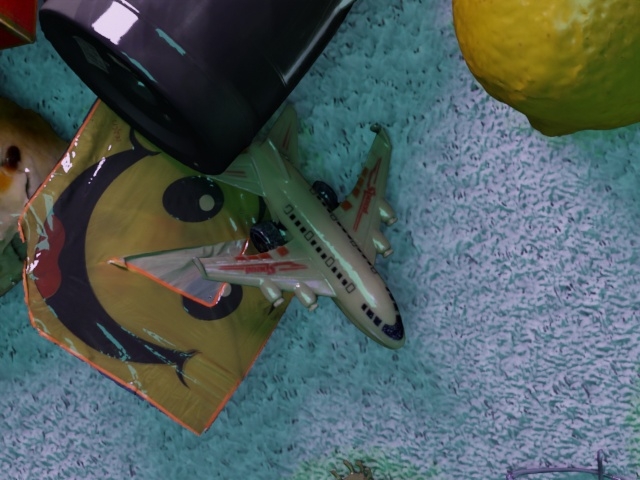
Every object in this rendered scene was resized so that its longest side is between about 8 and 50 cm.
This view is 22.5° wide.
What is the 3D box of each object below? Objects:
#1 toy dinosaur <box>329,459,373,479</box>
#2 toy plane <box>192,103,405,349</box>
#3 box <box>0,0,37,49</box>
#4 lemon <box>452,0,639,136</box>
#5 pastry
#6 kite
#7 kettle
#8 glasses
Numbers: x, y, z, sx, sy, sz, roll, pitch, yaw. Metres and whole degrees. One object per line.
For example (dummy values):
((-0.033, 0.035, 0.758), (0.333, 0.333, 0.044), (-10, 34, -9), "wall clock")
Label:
((0.047, 0.249, 1.672), (0.113, 0.026, 0.041), (-11, 105, 20), "toy dinosaur")
((0.000, 0.000, 1.575), (0.242, 0.104, 0.256), (-35, 98, -21), "toy plane")
((-0.419, -0.263, 1.549), (0.313, 0.089, 0.197), (-9, 71, 26), "box")
((0.243, -0.241, 1.439), (0.253, 0.253, 0.310), (12, 103, 7), "lemon")
((-0.391, -0.043, 1.615), (0.256, 0.170, 0.237), (39, 111, -7), "pastry")
((-0.135, 0.003, 1.587), (0.327, 0.013, 0.377), (-8, 86, -18), "kite")
((-0.104, -0.273, 1.515), (0.321, 0.228, 0.324), (35, 77, 27), "kettle")
((0.268, 0.263, 1.641), (0.104, 0.062, 0.140), (-41, 92, -9), "glasses")
